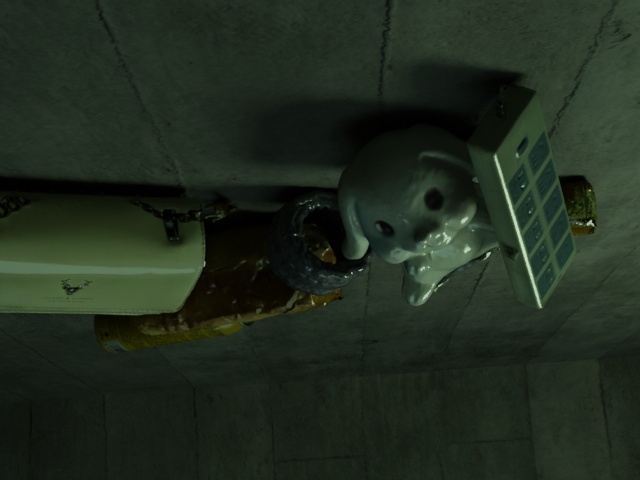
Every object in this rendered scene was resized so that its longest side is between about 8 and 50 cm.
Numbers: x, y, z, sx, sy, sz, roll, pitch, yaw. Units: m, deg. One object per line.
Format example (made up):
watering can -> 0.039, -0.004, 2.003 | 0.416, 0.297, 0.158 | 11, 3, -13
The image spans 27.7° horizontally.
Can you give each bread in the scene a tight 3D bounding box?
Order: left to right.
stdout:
bread -> -0.139, 0.051, 2.035 | 0.344, 0.149, 0.195 | -9, -176, 19
bread -> 0.354, -0.043, 1.962 | 0.128, 0.069, 0.140 | -5, 170, 9

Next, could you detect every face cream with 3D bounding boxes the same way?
face cream -> -0.259, 0.141, 2.458 | 0.349, 0.105, 0.105 | -11, 165, 25

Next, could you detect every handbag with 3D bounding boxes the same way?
handbag -> -0.362, 0.017, 1.810 | 0.358, 0.160, 0.237 | 2, 159, -25

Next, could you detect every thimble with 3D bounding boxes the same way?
thimble -> 0.000, 0.002, 1.882 | 0.150, 0.150, 0.098 | 2, 160, -23

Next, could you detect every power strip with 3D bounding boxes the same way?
power strip -> 0.250, -0.050, 1.587 | 0.043, 0.106, 0.367 | 21, 155, 32

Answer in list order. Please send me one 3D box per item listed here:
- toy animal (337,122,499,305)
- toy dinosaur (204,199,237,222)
toy animal -> 0.146, -0.052, 1.668 | 0.249, 0.174, 0.289 | -24, 156, -8
toy dinosaur -> -0.152, -0.045, 1.884 | 0.041, 0.026, 0.113 | -15, 173, 15
